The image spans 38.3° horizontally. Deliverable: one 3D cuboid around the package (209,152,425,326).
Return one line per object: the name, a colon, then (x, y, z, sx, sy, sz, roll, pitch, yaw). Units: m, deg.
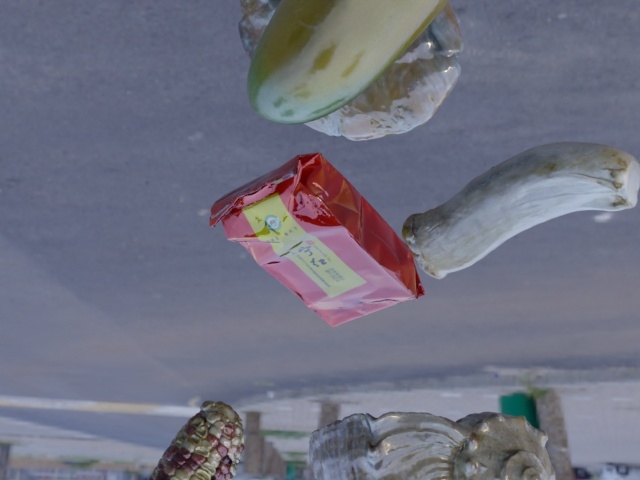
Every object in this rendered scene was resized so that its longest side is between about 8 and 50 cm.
package: (0.001, 0.001, 1.537, 0.196, 0.123, 0.423, -23, 139, 25)

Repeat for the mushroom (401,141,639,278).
mushroom: (0.260, -0.046, 1.236, 0.351, 0.122, 0.095, -24, 163, 40)

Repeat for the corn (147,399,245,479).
corn: (-0.170, 0.316, 1.044, 0.098, 0.290, 0.098, 28, 163, 9)

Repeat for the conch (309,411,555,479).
conch: (0.125, 0.334, 1.184, 0.297, 0.210, 0.352, 31, 132, -25)

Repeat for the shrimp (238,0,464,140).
shrimp: (-0.020, -0.299, 1.050, 0.221, 0.445, 0.110, -38, 169, 3)

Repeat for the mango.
mango: (0.029, -0.199, 0.740, 0.114, 0.251, 0.156, 42, -179, -31)
